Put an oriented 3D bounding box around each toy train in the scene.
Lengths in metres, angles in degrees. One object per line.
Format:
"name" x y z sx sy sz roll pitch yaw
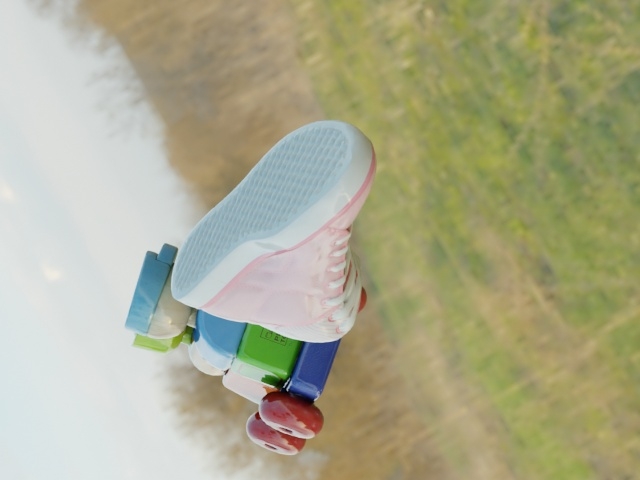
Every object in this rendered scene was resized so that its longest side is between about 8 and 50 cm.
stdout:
"toy train" -0.064 0.074 1.213 0.143 0.105 0.248 21 165 -3

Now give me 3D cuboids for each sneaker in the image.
"sneaker" 0.000 0.000 0.722 0.070 0.134 0.051 25 -126 -22
